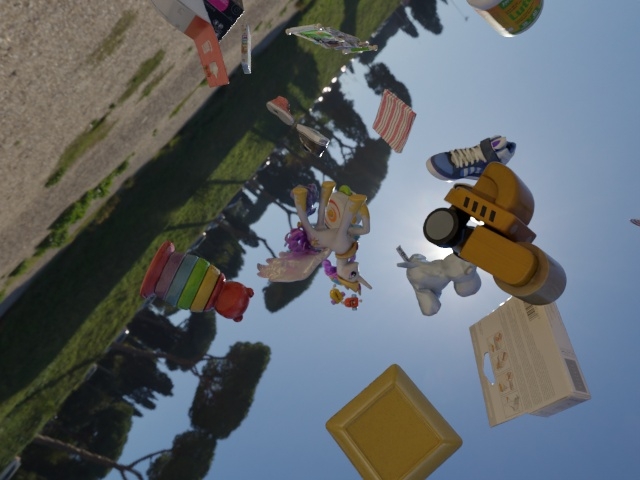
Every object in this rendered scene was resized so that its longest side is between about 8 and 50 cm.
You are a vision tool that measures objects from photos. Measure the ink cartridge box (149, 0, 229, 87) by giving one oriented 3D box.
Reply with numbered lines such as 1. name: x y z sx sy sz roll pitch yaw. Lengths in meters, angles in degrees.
1. ink cartridge box: -0.356 -0.565 1.081 0.091 0.385 0.308 -24 -156 -15

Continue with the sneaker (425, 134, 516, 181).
1. sneaker: 0.597 -0.338 1.697 0.236 0.323 0.130 130 -45 -54

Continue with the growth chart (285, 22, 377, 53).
1. growth chart: 0.030 -0.602 1.312 0.172 0.237 0.021 21 -75 53

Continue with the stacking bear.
1. stacking bear: -0.337 0.133 1.242 0.175 0.289 0.164 -68 -168 -10

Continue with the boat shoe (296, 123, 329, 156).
1. boat shoe: -0.049 -0.453 2.000 0.102 0.108 0.301 -66 -149 18

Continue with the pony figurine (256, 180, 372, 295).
1. pony figurine: 0.000 0.000 1.394 0.351 0.363 0.303 9 -149 19

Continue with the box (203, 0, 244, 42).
1. box: -0.400 -0.809 1.445 0.163 0.247 0.142 -36 -134 29

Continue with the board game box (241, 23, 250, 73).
1. board game box: -0.297 -0.762 1.748 0.103 0.026 0.154 178 -88 -87

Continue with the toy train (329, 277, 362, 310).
1. toy train: 0.081 0.167 1.540 0.125 0.166 0.046 -8 -176 -30

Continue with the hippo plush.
1. hippo plush: 0.433 0.100 1.551 0.236 0.294 0.234 -21 -155 20

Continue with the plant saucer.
1. plant saucer: 0.232 0.629 1.427 0.333 0.333 0.081 -39 157 -6

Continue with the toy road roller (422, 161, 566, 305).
1. toy road roller: 0.426 -0.030 1.011 0.329 0.202 0.240 41 -76 44

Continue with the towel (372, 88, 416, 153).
1. towel: 0.234 -0.392 1.441 0.197 0.029 0.144 59 -37 42

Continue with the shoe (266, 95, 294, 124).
1. shoe: -0.164 -0.604 2.024 0.081 0.178 0.063 -40 153 -19

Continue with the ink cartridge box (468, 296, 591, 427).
1. ink cartridge box: 0.513 0.298 1.123 0.261 0.066 0.296 123 -23 -45

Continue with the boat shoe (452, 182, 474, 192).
1. boat shoe: 0.719 -0.171 1.936 0.302 0.098 0.109 37 -81 34

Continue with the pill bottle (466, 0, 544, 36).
1. pill bottle: 0.459 -0.642 1.127 0.136 0.246 0.136 -11 -105 46

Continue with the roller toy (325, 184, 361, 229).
1. roller toy: 0.102 -0.143 2.157 0.146 0.209 0.191 -17 164 -32

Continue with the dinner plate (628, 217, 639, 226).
1. dinner plate: 0.875 -0.034 1.127 0.017 0.141 0.141 -69 -163 5
